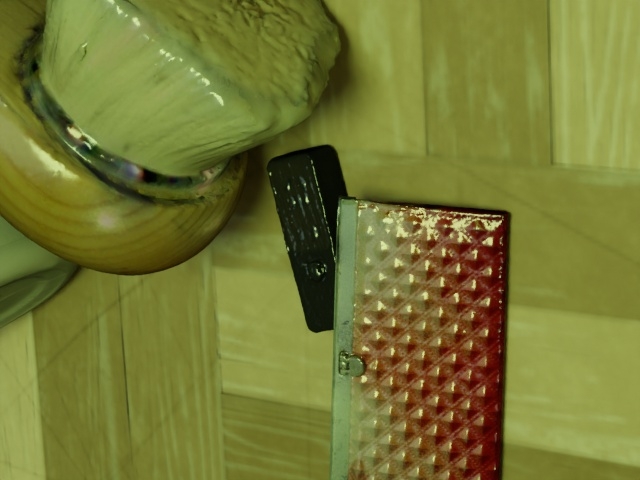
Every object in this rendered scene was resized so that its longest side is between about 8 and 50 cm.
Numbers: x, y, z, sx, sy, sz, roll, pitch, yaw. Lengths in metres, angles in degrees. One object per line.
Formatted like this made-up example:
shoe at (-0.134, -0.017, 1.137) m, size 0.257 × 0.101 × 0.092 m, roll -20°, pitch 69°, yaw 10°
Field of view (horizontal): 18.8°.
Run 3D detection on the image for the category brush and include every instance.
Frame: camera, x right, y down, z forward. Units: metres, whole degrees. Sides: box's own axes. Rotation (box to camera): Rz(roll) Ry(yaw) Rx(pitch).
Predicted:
brush at (-0.138, -0.115, 1.114) m, size 0.267 × 0.174 × 0.166 m, roll 35°, pitch 127°, yaw -1°

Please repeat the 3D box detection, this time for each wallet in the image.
wallet at (0.056, 0.074, 1.124) m, size 0.103 × 0.020 × 0.196 m, roll 5°, pitch 104°, yaw 15°

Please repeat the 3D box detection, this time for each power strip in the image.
power strip at (0.000, 0.000, 1.155) m, size 0.038 × 0.029 × 0.111 m, roll -12°, pitch 94°, yaw 38°

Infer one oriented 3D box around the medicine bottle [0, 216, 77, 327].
medicine bottle at (-0.288, -0.074, 1.273) m, size 0.157 × 0.157 × 0.288 m, roll -37°, pitch 79°, yaw 37°
